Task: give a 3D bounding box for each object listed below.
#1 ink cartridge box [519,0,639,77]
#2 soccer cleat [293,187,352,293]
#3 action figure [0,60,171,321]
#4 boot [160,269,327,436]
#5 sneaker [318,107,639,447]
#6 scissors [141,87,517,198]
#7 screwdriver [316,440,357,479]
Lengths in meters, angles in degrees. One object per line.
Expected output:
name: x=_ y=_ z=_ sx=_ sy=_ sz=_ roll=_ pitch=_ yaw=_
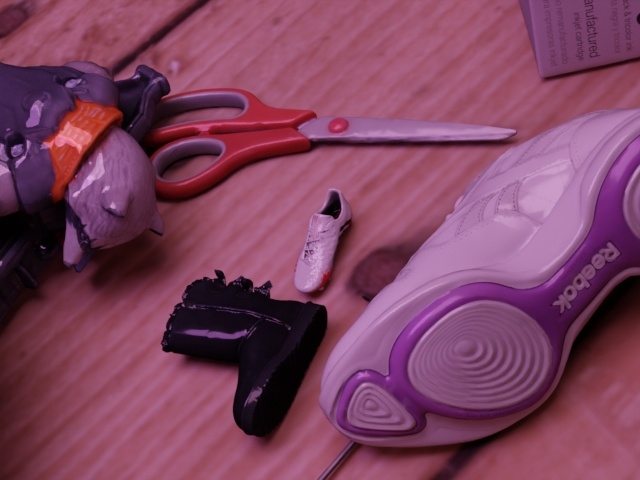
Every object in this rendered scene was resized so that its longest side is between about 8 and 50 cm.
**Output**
ink cartridge box: x=0.270 y=-0.280 z=1.096 sx=0.270 sy=0.198 sz=0.197 roll=-12 pitch=47 yaw=6
soccer cleat: x=0.000 y=0.000 z=1.036 sx=0.029 sy=0.035 sz=0.083 roll=11 pitch=53 yaw=23
action figure: x=-0.273 y=-0.052 z=1.051 sx=0.330 sy=0.178 sz=0.341 roll=17 pitch=61 yaw=15
boot: x=-0.060 y=0.074 z=0.984 sx=0.099 sy=0.045 sz=0.121 roll=12 pitch=47 yaw=21
sneaker: x=0.122 y=0.022 z=0.958 sx=0.305 sy=0.114 sz=0.152 roll=-37 pitch=21 yaw=-8
scissors: x=-0.003 y=-0.093 z=1.127 sx=0.297 sy=0.021 sz=0.109 roll=-10 pitch=46 yaw=9
screwdriver: x=-0.015 y=0.164 z=0.914 sx=0.025 sy=0.024 sz=0.170 roll=-7 pitch=34 yaw=49
